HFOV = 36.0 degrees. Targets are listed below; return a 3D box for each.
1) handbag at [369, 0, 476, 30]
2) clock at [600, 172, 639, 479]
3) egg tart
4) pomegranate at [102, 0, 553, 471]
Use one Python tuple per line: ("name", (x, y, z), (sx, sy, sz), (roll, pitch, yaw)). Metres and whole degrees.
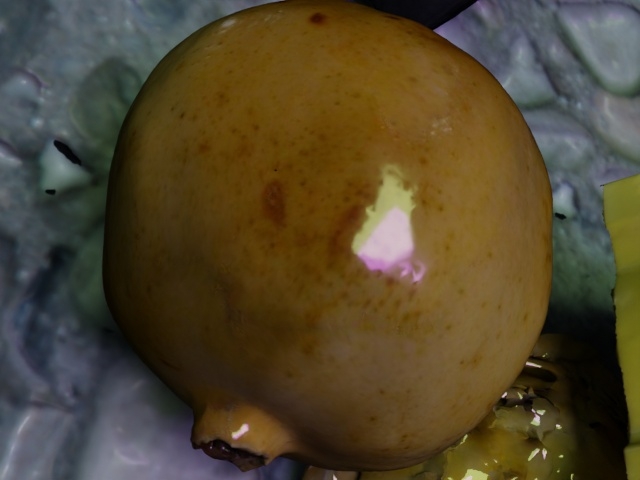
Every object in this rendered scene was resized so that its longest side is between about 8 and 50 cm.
("handbag", (0.099, -0.267, 0.641), (0.254, 0.181, 0.181), (-41, 95, -35))
("clock", (0.242, 0.126, 0.549), (0.293, 0.071, 0.277), (49, 34, -37))
("egg tart", (0.122, 0.181, 0.527), (0.291, 0.107, 0.290), (9, 68, -24))
("pomegranate", (0.004, -0.005, 0.470), (0.233, 0.233, 0.233), (10, 67, -24))
